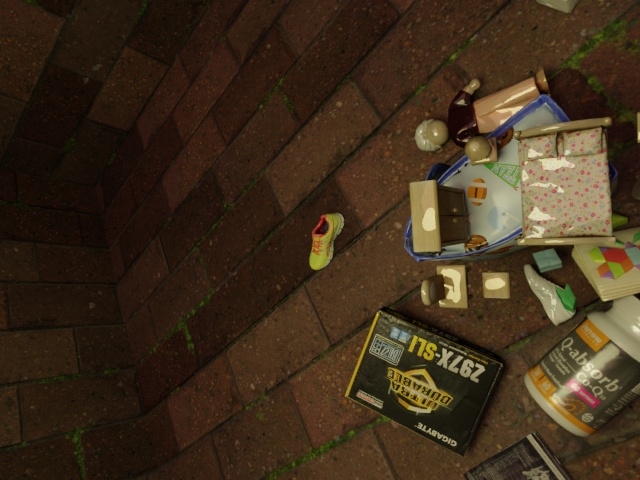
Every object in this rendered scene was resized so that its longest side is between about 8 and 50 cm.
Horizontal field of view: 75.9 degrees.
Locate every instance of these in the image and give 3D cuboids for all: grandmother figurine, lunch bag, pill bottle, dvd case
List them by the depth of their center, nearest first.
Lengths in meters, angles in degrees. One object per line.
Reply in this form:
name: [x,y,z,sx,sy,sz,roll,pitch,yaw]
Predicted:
pill bottle: [0.568,0.245,0.825,0.162,0.162,0.278,47,113,33]
lunch bag: [0.394,-0.084,0.901,0.385,0.328,0.239,-42,65,30]
dvd case: [0.469,0.575,0.954,0.221,0.018,0.164,-49,56,24]
grandmother figurine: [0.409,-0.325,1.073,0.342,0.104,0.208,-17,65,34]

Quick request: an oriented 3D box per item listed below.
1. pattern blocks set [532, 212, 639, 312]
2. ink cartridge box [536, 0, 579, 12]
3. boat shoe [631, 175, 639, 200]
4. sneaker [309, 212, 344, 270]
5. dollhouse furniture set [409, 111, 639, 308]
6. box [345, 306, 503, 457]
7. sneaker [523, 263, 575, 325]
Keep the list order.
pattern blocks set: [0.615,0.036,0.801,0.324,0.026,0.285,-25,36,10]
ink cartridge box: [0.600,-0.637,0.983,0.099,0.056,0.135,46,112,32]
boat shoe: [0.724,-0.161,0.831,0.065,0.075,0.206,29,100,-6]
sneaker: [0.000,0.000,1.362,0.081,0.094,0.209,26,102,37]
dollhouse furniture set: [0.341,-0.033,0.642,0.355,0.174,0.303,-3,91,35]
box: [0.257,0.351,1.051,0.322,0.079,0.257,22,97,17]
sneaker: [0.527,0.117,0.951,0.061,0.053,0.152,-34,70,21]
